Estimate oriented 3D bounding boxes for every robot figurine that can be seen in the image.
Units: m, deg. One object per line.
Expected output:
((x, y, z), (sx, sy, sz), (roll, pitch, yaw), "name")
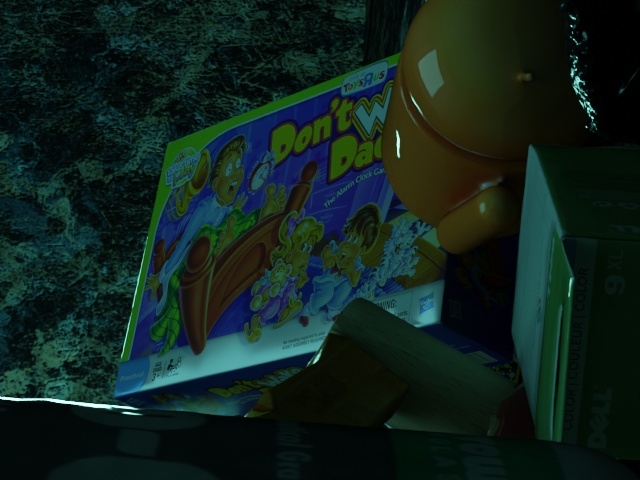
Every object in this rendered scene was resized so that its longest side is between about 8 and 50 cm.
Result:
((0.105, -0.080, 1.031), (0.158, 0.128, 0.219), (-43, -15, -21), "robot figurine")

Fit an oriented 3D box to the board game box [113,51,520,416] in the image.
((0.000, 0.000, 1.280), (0.347, 0.078, 0.233), (-17, 55, 43), "board game box")

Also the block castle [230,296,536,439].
((-0.010, 0.281, 0.862), (0.303, 0.213, 0.453), (-32, -32, -63), "block castle")

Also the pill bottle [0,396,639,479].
((-0.010, 0.153, 0.483), (0.204, 0.361, 0.204), (-175, 90, -87), "pill bottle")

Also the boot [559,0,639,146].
((0.136, -0.130, 0.759), (0.246, 0.094, 0.207), (114, 165, -64), "boot")

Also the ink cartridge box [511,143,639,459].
((0.132, 0.033, 0.796), (0.209, 0.062, 0.109), (-84, -2, -72), "ink cartridge box")

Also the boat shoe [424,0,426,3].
((0.111, -0.109, 1.414), (0.088, 0.096, 0.267), (-74, -2, -79), "boat shoe")

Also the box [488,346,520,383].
((0.109, 0.130, 1.260), (0.054, 0.059, 0.168), (-90, 6, -61), "box")

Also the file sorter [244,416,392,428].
((0.014, 0.237, 1.409), (0.173, 0.193, 0.277), (47, -132, -81), "file sorter")
